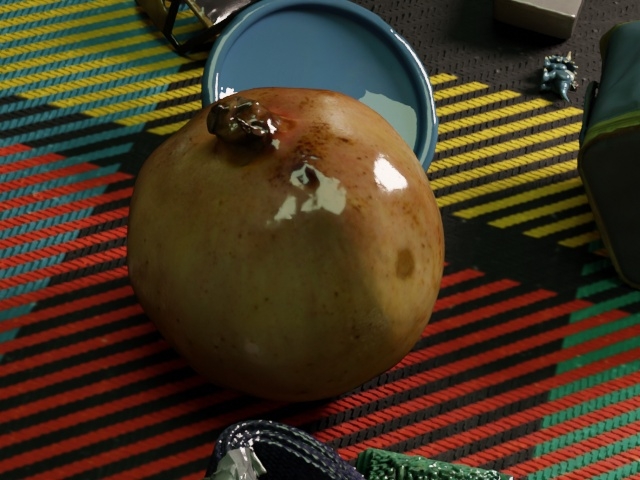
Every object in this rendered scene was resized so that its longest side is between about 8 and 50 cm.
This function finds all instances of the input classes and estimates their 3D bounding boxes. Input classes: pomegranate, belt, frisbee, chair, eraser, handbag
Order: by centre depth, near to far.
[{"bbox_3d":[-0.021,0.273,1.608,0.139,0.126,0.230,-14,45,-41],"label":"belt"},{"bbox_3d":[-0.036,-0.014,1.780,0.338,0.338,0.338,5,42,-4],"label":"pomegranate"},{"bbox_3d":[0.408,-0.103,2.007,0.222,0.263,0.241,-6,35,25],"label":"handbag"},{"bbox_3d":[-0.003,-0.148,2.075,0.289,0.049,0.289,6,72,-19],"label":"frisbee"},{"bbox_3d":[-0.114,-0.324,2.235,0.172,0.247,0.159,47,50,3],"label":"chair"},{"bbox_3d":[0.318,-0.379,2.436,0.111,0.077,0.352,18,42,7],"label":"eraser"}]

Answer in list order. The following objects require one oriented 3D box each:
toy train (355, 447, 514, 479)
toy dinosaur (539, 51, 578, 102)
[{"bbox_3d":[0.099,0.246,1.679,0.172,0.099,0.070,10,39,2],"label":"toy train"},{"bbox_3d":[0.304,-0.208,2.273,0.047,0.030,0.083,10,42,4],"label":"toy dinosaur"}]
